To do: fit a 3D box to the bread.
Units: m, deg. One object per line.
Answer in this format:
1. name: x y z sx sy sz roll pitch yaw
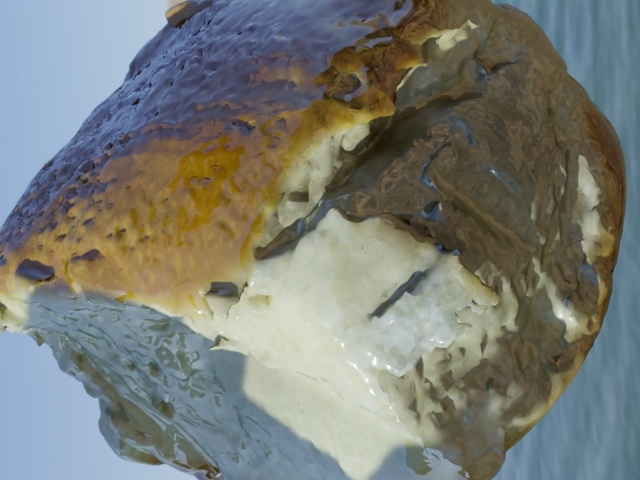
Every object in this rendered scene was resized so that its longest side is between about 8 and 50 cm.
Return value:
1. bread: 0.000 0.000 0.594 0.225 0.279 0.250 49 -126 -30
